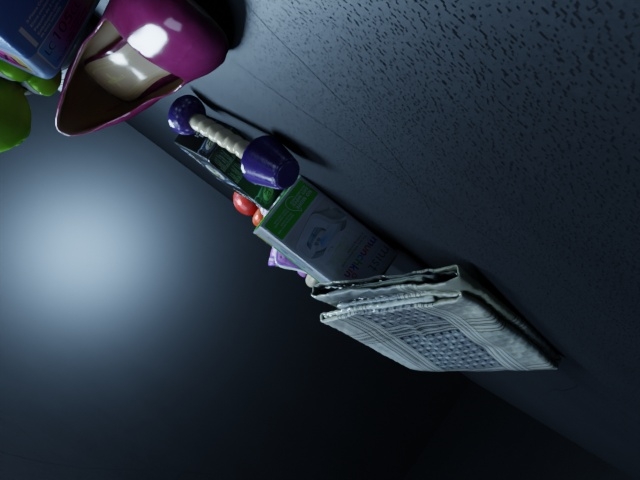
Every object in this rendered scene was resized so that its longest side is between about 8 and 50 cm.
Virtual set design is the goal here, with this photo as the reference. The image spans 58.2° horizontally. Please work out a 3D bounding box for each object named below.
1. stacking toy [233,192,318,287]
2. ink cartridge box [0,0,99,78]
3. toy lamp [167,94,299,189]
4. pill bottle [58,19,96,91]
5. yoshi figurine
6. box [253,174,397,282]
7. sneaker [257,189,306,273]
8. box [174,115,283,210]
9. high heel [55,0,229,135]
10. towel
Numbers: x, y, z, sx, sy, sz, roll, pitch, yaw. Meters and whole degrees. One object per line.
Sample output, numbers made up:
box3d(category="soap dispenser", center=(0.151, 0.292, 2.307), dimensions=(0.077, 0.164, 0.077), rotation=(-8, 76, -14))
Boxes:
box3d(category="stacking toy", center=(-0.094, -0.032, 1.509), dimensions=(0.330, 0.141, 0.141), rotation=(41, 176, 9))
box3d(category="ink cartridge box", center=(-0.379, -0.311, 0.475), dimensions=(0.270, 0.151, 0.395), rotation=(25, 174, -4))
box3d(category="toy lamp", center=(-0.138, -0.156, 0.907), dimensions=(0.275, 0.080, 0.080), rotation=(35, 175, 35))
box3d(category="pill bottle", center=(-0.428, -0.323, 1.001), dimensions=(0.130, 0.130, 0.245), rotation=(34, 174, 20))
box3d(category="yoshi figurine", center=(-0.494, -0.224, 0.793), dimensions=(0.362, 0.204, 0.202), rotation=(23, 123, 37))
box3d(category="box", center=(0.000, 0.000, 1.135), dimensions=(0.231, 0.126, 0.262), rotation=(39, 173, -7))
box3d(category="sneaker", center=(-0.101, -0.032, 1.302), dimensions=(0.282, 0.161, 0.102), rotation=(37, 176, 5))
box3d(category="box", center=(-0.173, -0.154, 1.127), dimensions=(0.147, 0.077, 0.180), rotation=(30, 172, 45))
box3d(category="high heel", center=(-0.215, -0.175, 0.635), dimensions=(0.127, 0.181, 0.377), rotation=(38, 174, -23))
box3d(category="towel", center=(0.180, 0.150, 0.949), dimensions=(0.324, 0.056, 0.312), rotation=(37, 149, -32))
